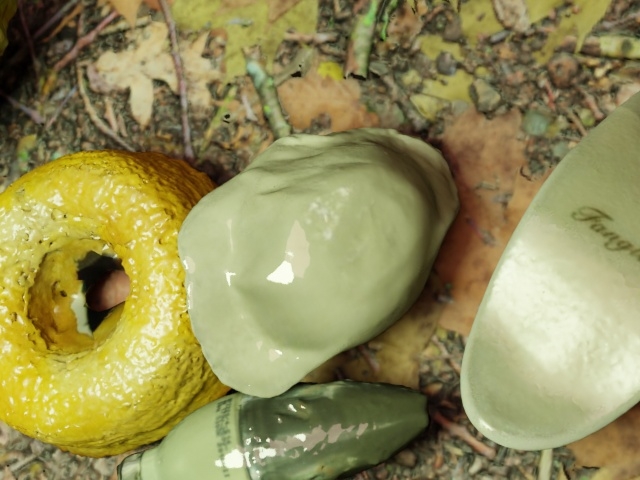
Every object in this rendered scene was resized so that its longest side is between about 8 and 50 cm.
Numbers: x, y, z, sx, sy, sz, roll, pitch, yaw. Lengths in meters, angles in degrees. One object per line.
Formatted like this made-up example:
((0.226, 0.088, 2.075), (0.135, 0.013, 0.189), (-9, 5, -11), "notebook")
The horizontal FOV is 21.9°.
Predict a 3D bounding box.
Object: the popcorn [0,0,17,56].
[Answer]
((-0.390, -0.167, 1.292), (0.279, 0.335, 0.274), (9, 97, -22), "popcorn")

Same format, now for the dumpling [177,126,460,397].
((0.000, 0.000, 1.217), (0.250, 0.132, 0.162), (-44, 94, -22), "dumpling")

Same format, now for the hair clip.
((0.209, 0.030, 1.177), (0.172, 0.113, 0.282), (39, 90, 18), "hair clip")

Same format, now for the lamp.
((-0.036, 0.156, 1.224), (0.250, 0.101, 0.101), (-16, 76, 13), "lamp")

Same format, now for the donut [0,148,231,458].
((-0.171, 0.047, 1.282), (0.254, 0.118, 0.253), (-2, 86, 28), "donut")
